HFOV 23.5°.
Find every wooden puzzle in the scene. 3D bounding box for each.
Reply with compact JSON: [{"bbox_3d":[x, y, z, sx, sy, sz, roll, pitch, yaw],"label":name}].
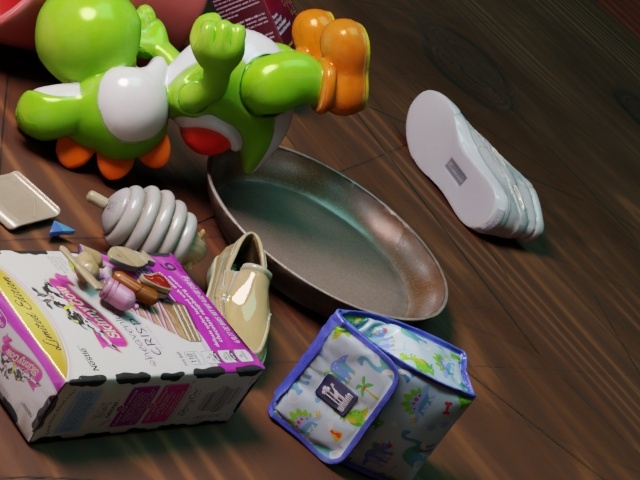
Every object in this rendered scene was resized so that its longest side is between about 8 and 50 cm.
[{"bbox_3d":[-0.293,-0.038,1.466,0.116,0.014,0.078,43,30,21],"label":"wooden puzzle"}]

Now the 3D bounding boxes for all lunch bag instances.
[{"bbox_3d":[0.046,0.140,1.413,0.151,0.129,0.096,27,24,-17],"label":"lunch bag"}]

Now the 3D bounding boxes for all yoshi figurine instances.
[{"bbox_3d":[-0.144,-0.198,1.610,0.362,0.203,0.203,-10,58,-16],"label":"yoshi figurine"}]

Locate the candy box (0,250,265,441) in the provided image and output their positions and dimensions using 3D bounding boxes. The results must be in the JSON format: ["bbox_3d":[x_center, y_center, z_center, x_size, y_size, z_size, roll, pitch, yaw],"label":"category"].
[{"bbox_3d":[-0.181,0.083,1.306,0.233,0.071,0.159,0,40,-51],"label":"candy box"}]

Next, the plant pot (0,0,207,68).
[{"bbox_3d":[-0.271,-0.324,1.751,0.243,0.275,0.275,22,24,-48],"label":"plant pot"}]

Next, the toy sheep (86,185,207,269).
[{"bbox_3d":[-0.168,-0.013,1.489,0.132,0.091,0.091,23,26,-20],"label":"toy sheep"}]

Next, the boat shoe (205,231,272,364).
[{"bbox_3d":[-0.076,0.053,1.492,0.068,0.072,0.190,23,26,-22],"label":"boat shoe"}]

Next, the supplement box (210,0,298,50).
[{"bbox_3d":[-0.093,-0.322,2.022,0.130,0.073,0.239,-66,134,-65],"label":"supplement box"}]

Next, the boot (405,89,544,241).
[{"bbox_3d":[0.214,-0.096,2.132,0.123,0.095,0.258,19,36,-43],"label":"boot"}]

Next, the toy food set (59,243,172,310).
[{"bbox_3d":[-0.170,0.034,1.304,0.078,0.019,0.122,45,18,28],"label":"toy food set"}]

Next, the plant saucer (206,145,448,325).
[{"bbox_3d":[0.000,0.000,1.716,0.310,0.050,0.311,27,26,-14],"label":"plant saucer"}]
